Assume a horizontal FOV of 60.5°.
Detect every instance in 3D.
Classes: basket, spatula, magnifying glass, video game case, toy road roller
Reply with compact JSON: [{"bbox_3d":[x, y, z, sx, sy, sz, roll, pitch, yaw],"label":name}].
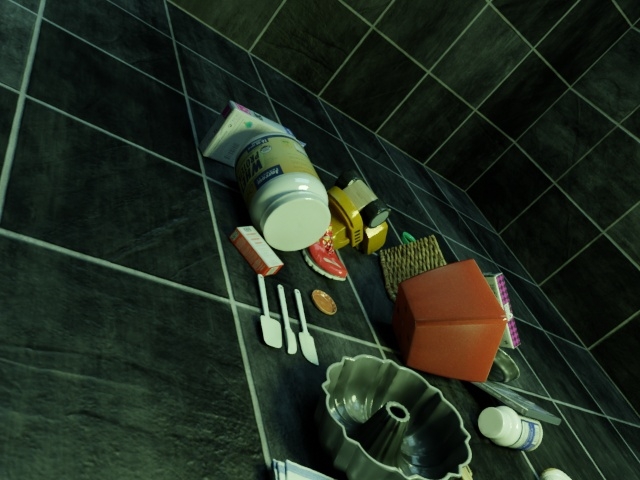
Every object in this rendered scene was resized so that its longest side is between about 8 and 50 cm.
[{"bbox_3d":[0.354,0.158,1.973,0.299,0.223,0.213,-97,167,-57],"label":"basket"},{"bbox_3d":[-0.087,0.181,1.332,0.168,0.019,0.242,26,30,-31],"label":"spatula"},{"bbox_3d":[0.387,0.034,2.325,0.092,0.026,0.231,35,25,-17],"label":"magnifying glass"},{"bbox_3d":[0.573,0.477,1.692,0.196,0.026,0.274,24,2,-35],"label":"video game case"},{"bbox_3d":[0.501,0.212,1.709,0.042,0.210,0.231,-21,98,-30],"label":"video game case"},{"bbox_3d":[0.080,-0.061,1.857,0.202,0.241,0.329,52,-12,23],"label":"toy road roller"}]

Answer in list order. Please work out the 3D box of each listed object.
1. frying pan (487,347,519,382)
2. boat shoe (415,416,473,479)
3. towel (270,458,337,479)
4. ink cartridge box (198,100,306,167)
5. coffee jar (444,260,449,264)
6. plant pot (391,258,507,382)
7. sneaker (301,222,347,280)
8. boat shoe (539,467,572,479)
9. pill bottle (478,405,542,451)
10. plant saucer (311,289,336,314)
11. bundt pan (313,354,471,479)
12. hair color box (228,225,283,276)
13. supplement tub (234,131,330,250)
[{"bbox_3d":[0.533,0.351,1.679,0.197,0.053,0.326,36,-24,17],"label":"frying pan"},{"bbox_3d":[0.287,0.524,1.198,0.110,0.121,0.341,23,29,-36],"label":"boat shoe"},{"bbox_3d":[0.004,0.512,0.892,0.209,0.034,0.285,33,27,-26],"label":"towel"},{"bbox_3d":[-0.215,-0.311,1.776,0.311,0.185,0.065,18,31,-44],"label":"ink cartridge box"},{"bbox_3d":[0.542,0.162,2.275,0.184,0.079,0.096,42,23,-1],"label":"coffee jar"},{"bbox_3d":[0.350,0.238,1.596,0.236,0.267,0.267,-2,36,-9],"label":"plant pot"},{"bbox_3d":[0.000,0.000,1.659,0.107,0.118,0.279,5,43,-54],"label":"sneaker"},{"bbox_3d":[0.735,0.761,1.531,0.277,0.098,0.096,34,23,4],"label":"boat shoe"},{"bbox_3d":[0.545,0.541,1.585,0.187,0.112,0.112,26,28,-34],"label":"pill bottle"},{"bbox_3d":[0.008,0.171,1.508,0.084,0.013,0.083,35,24,-18],"label":"plant saucer"},{"bbox_3d":[0.133,0.391,1.123,0.331,0.124,0.330,20,25,-10],"label":"bundt pan"},{"bbox_3d":[-0.169,0.028,1.443,0.141,0.043,0.072,50,25,16],"label":"hair color box"},{"bbox_3d":[-0.112,-0.145,1.597,0.228,0.228,0.316,22,30,-39],"label":"supplement tub"}]
